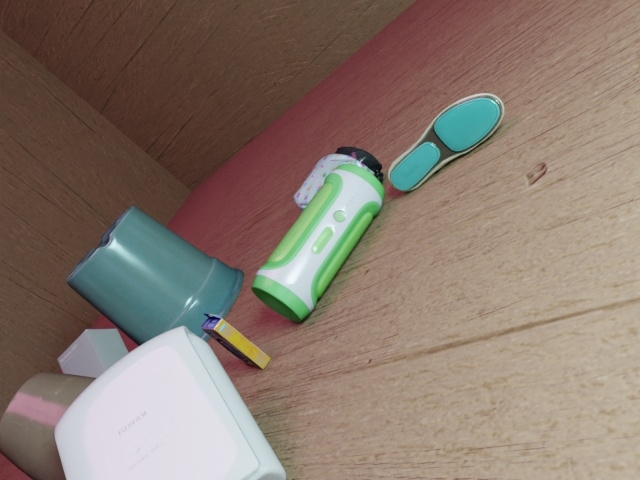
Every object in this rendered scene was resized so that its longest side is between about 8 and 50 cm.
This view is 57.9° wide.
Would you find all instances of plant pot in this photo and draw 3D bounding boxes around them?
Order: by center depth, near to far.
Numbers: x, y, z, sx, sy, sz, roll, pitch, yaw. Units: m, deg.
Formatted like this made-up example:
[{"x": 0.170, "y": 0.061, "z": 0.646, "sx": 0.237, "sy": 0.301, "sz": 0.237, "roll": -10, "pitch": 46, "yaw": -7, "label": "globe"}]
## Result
[{"x": -0.418, "y": 0.339, "z": 1.010, "sx": 0.263, "sy": 0.229, "sz": 0.263, "roll": 20, "pitch": -90, "yaw": -86, "label": "plant pot"}, {"x": -0.437, "y": 0.108, "z": 1.497, "sx": 0.341, "sy": 0.334, "sz": 0.341, "roll": -42, "pitch": 19, "yaw": 18, "label": "plant pot"}]

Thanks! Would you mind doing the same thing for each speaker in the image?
[{"x": 0.000, "y": 0.000, "z": 1.074, "sx": 0.296, "sy": 0.131, "sz": 0.131, "roll": -55, "pitch": 20, "yaw": -19, "label": "speaker"}]

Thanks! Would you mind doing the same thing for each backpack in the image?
[{"x": 0.032, "y": -0.113, "z": 1.245, "sx": 0.182, "sy": 0.115, "sz": 0.152, "roll": -54, "pitch": 22, "yaw": -8, "label": "backpack"}]

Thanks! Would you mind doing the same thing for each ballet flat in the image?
[{"x": 0.220, "y": -0.178, "z": 1.025, "sx": 0.248, "sy": 0.086, "sz": 0.086, "roll": -35, "pitch": 23, "yaw": 36, "label": "ballet flat"}]

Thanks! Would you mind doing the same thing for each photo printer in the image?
[{"x": -0.222, "y": 0.279, "z": 0.797, "sx": 0.256, "sy": 0.107, "sz": 0.307, "roll": -38, "pitch": 49, "yaw": -6, "label": "photo printer"}]

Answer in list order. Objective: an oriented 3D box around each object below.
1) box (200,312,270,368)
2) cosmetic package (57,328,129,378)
[{"x": -0.161, "y": 0.181, "z": 1.049, "sx": 0.028, "sy": 0.136, "sz": 0.081, "roll": -56, "pitch": 20, "yaw": -22, "label": "box"}, {"x": -0.499, "y": 0.333, "z": 1.347, "sx": 0.127, "sy": 0.238, "sz": 0.107, "roll": -45, "pitch": -21, "yaw": 16, "label": "cosmetic package"}]
